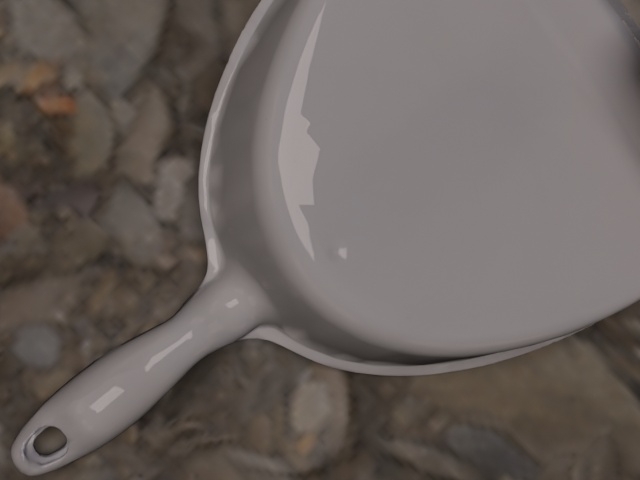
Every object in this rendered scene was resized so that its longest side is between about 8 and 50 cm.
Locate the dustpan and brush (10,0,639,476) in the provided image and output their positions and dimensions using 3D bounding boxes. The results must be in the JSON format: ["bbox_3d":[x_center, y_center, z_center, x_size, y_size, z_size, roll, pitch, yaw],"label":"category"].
[{"bbox_3d":[0.000,0.000,0.355,0.211,0.060,0.147,-39,99,-14],"label":"dustpan and brush"}]
